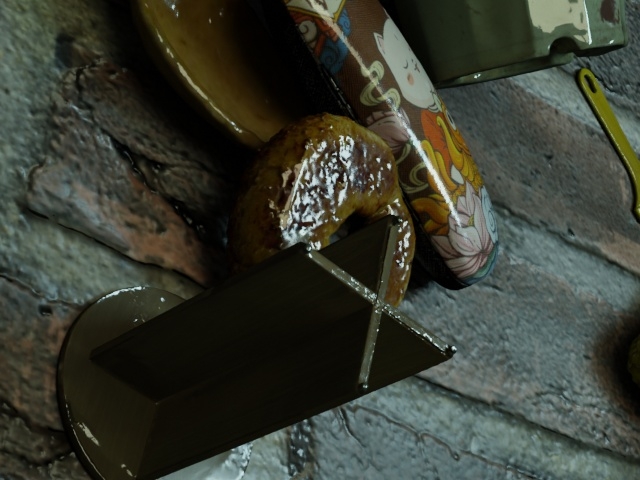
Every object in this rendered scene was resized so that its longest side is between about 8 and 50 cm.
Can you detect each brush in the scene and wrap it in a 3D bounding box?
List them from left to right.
[{"bbox_3d":[0.315,-0.086,1.674,0.083,0.011,0.205,-34,94,-48],"label":"brush"}]

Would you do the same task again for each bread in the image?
[{"bbox_3d":[0.000,0.000,1.241,0.193,0.064,0.193,-4,96,-46],"label":"bread"}]

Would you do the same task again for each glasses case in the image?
[{"bbox_3d":[0.051,-0.102,1.340,0.321,0.082,0.122,57,27,-18],"label":"glasses case"}]

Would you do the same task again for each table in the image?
[{"bbox_3d":[-0.038,0.074,1.070,0.167,0.227,0.167,23,54,-37],"label":"table"}]

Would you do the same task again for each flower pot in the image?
[{"bbox_3d":[0.160,-0.275,1.439,0.290,0.290,0.259,-13,90,-48],"label":"flower pot"}]

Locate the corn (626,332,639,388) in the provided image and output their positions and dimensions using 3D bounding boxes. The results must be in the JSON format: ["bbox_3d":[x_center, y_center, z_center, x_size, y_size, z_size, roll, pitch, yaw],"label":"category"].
[{"bbox_3d":[0.379,0.067,1.602,0.101,0.101,0.291,54,38,-10],"label":"corn"}]

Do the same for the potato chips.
[{"bbox_3d":[-0.079,-0.136,1.269,0.202,0.049,0.150,40,40,-26],"label":"potato chips"}]
